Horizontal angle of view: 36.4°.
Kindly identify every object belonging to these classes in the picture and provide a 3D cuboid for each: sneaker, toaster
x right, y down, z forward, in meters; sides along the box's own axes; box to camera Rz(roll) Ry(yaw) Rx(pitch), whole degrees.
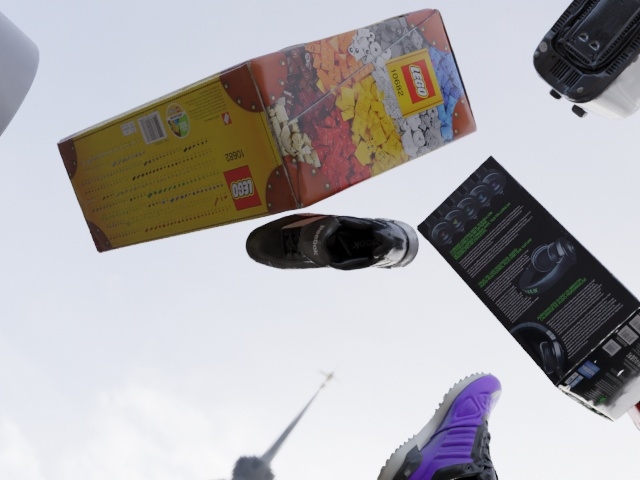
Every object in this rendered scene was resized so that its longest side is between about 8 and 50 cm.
[{"bbox_3d":[0.000,0.000,1.239,0.234,0.106,0.078,1,-92,22],"label":"sneaker"},{"bbox_3d":[0.403,-0.267,1.300,0.227,0.146,0.129,-52,-127,15],"label":"toaster"},{"bbox_3d":[0.224,0.333,1.516,0.146,0.293,0.102,28,-39,29],"label":"sneaker"}]

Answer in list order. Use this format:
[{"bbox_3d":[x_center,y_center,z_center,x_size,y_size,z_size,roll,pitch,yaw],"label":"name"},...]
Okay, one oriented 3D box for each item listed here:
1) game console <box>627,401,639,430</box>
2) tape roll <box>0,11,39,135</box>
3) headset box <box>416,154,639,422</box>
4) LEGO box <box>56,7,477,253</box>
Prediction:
[{"bbox_3d":[0.481,0.205,1.467,0.085,0.124,0.144,-30,-102,-2],"label":"game console"},{"bbox_3d":[-0.307,-0.087,0.703,0.219,0.219,0.072,-16,-47,36],"label":"tape roll"},{"bbox_3d":[0.276,0.056,1.180,0.131,0.246,0.283,-45,-125,10],"label":"headset box"},{"bbox_3d":[-0.092,-0.153,1.439,0.500,0.372,0.193,-10,-78,48],"label":"LEGO box"}]
